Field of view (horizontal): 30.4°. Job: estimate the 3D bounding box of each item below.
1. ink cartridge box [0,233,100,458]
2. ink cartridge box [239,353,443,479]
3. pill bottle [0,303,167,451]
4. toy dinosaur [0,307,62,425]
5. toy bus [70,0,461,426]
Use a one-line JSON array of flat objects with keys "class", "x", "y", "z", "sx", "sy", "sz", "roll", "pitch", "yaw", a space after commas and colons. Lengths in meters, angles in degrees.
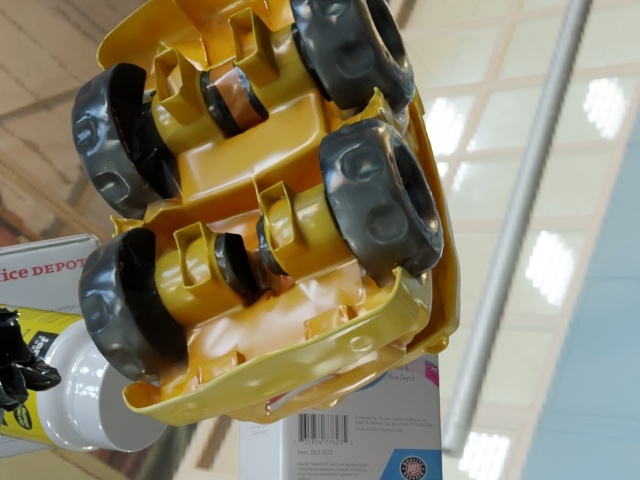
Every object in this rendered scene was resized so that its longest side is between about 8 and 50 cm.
[{"class": "ink cartridge box", "x": -0.297, "y": 0.107, "z": 1.250, "sx": 0.154, "sy": 0.093, "sz": 0.212, "roll": -11, "pitch": -82, "yaw": -15}, {"class": "ink cartridge box", "x": 0.011, "y": 0.068, "z": 0.690, "sx": 0.104, "sy": 0.061, "sz": 0.181, "roll": 7, "pitch": -106, "yaw": -27}, {"class": "pill bottle", "x": -0.237, "y": 0.123, "z": 1.049, "sx": 0.119, "sy": 0.209, "sz": 0.119, "roll": -8, "pitch": -80, "yaw": -55}, {"class": "toy dinosaur", "x": -0.269, "y": 0.122, "z": 0.657, "sx": 0.164, "sy": 0.322, "sz": 0.218, "roll": -5, "pitch": -50, "yaw": -40}, {"class": "toy bus", "x": 0.000, "y": 0.000, "z": 0.562, "sx": 0.211, "sy": 0.149, "sz": 0.220, "roll": 46, "pitch": -153, "yaw": -48}]
